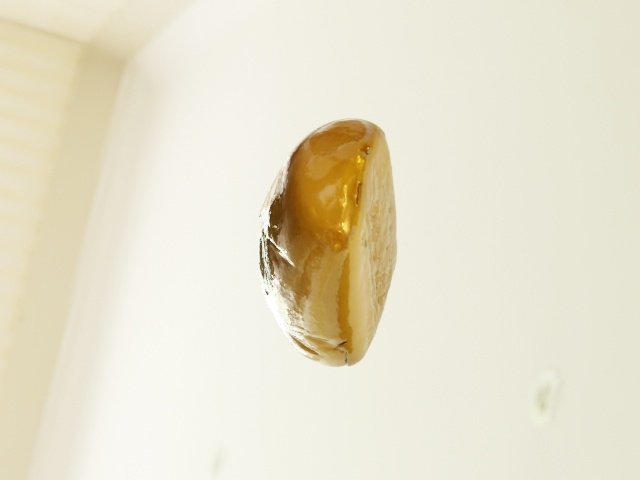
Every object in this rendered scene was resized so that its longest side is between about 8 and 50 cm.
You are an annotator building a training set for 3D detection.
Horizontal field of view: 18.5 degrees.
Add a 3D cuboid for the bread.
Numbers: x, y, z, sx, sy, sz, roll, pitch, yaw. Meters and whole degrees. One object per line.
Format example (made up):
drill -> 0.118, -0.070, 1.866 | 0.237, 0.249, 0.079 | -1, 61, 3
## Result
bread -> 0.000, 0.000, 0.866 | 0.115, 0.056, 0.082 | 82, 21, -54
